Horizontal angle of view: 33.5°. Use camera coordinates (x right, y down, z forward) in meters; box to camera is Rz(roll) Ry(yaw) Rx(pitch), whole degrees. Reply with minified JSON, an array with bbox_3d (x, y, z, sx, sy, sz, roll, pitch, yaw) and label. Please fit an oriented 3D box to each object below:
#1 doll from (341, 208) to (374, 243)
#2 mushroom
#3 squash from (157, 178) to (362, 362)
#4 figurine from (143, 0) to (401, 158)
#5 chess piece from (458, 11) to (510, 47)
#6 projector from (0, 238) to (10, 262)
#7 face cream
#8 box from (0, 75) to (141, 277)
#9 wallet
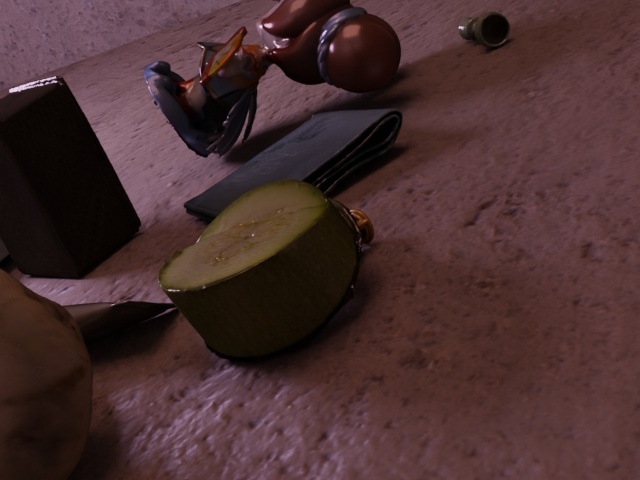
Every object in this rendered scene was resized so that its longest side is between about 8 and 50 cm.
[{"bbox_3d":[0.000,0.000,1.240,0.127,0.084,0.073,-30,21,-33],"label":"doll"},{"bbox_3d":[-0.374,0.152,1.097,0.314,0.314,0.336,-22,-4,5],"label":"mushroom"},{"bbox_3d":[-0.073,0.012,1.152,0.220,0.133,0.220,-23,39,20],"label":"squash"},{"bbox_3d":[-0.071,-0.289,1.773,0.388,0.248,0.276,-33,10,9],"label":"figurine"},{"bbox_3d":[0.273,-0.363,1.826,0.059,0.059,0.149,-27,16,-6],"label":"chess piece"},{"bbox_3d":[-0.612,0.011,1.840,0.257,0.079,0.259,-10,27,31],"label":"projector"},{"bbox_3d":[-0.351,0.118,1.334,0.341,0.084,0.137,-15,-11,19],"label":"face cream"},{"bbox_3d":[-0.426,-0.092,1.626,0.184,0.273,0.143,-1,31,45],"label":"box"},{"bbox_3d":[-0.042,-0.105,1.563,0.290,0.054,0.251,-37,21,-17],"label":"wallet"}]
